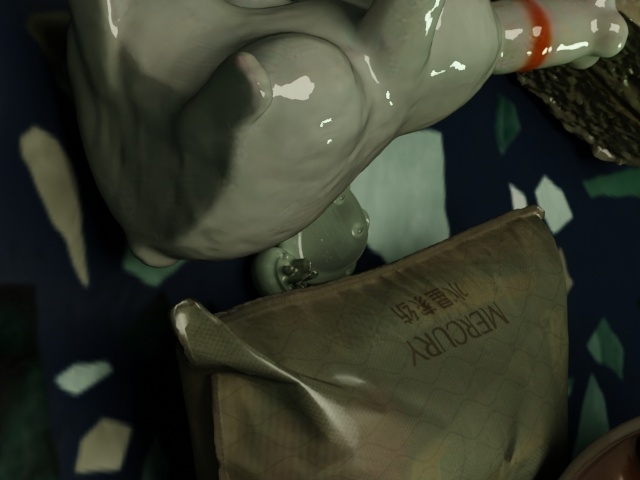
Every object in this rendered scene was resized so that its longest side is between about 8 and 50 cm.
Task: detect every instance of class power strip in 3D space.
[{"bbox_3d":[0.000,0.000,0.747,0.083,0.035,0.055,-46,115,-39],"label":"power strip"}]

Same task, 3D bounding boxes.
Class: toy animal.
[{"bbox_3d":[0.015,-0.098,0.701,0.282,0.140,0.138,-35,133,-33],"label":"toy animal"}]

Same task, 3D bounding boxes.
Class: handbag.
[{"bbox_3d":[0.036,0.088,0.718,0.270,0.117,0.183,-17,107,-49],"label":"handbag"}]

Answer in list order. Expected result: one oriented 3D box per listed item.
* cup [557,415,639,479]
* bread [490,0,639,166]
[{"bbox_3d":[0.206,0.167,0.772,0.200,0.253,0.192,-7,82,-55],"label":"cup"},{"bbox_3d":[0.127,-0.192,0.852,0.337,0.102,0.183,39,55,-30],"label":"bread"}]
